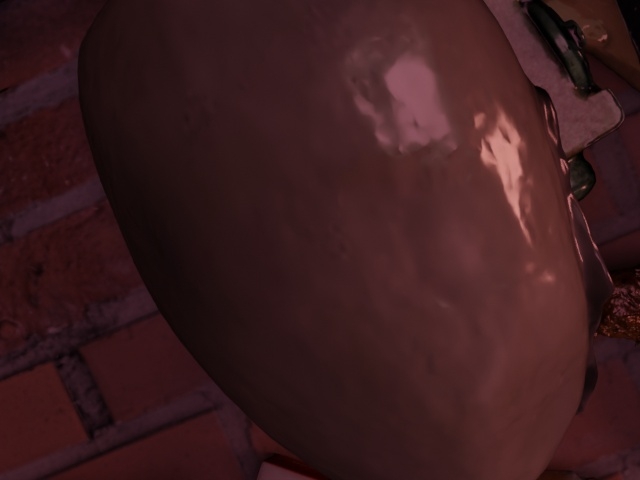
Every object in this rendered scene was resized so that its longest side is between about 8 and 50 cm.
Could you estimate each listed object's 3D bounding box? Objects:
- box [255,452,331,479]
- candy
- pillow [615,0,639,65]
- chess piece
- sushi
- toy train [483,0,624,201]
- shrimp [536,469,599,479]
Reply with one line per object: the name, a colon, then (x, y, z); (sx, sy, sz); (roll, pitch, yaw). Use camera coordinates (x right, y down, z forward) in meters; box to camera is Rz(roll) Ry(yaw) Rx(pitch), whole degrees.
box: (0.048, 0.251, 1.131); (0.229, 0.050, 0.123); (18, 90, 14)
candy: (0.000, 0.000, 0.976); (0.186, 0.386, 0.427); (-37, 110, -28)
pillow: (0.239, -0.220, 1.029); (0.141, 0.055, 0.208); (-28, 63, 11)
chess piece: (0.251, -0.136, 1.081); (0.200, 0.090, 0.090); (38, 100, 7)
sushi: (0.233, 0.047, 1.118); (0.118, 0.061, 0.060); (-11, 88, 3)
toy train: (0.081, -0.163, 1.040); (0.129, 0.159, 0.326); (-34, 94, 5)
shrimp: (0.119, 0.283, 1.164); (0.287, 0.063, 0.152); (-38, 95, 5)
